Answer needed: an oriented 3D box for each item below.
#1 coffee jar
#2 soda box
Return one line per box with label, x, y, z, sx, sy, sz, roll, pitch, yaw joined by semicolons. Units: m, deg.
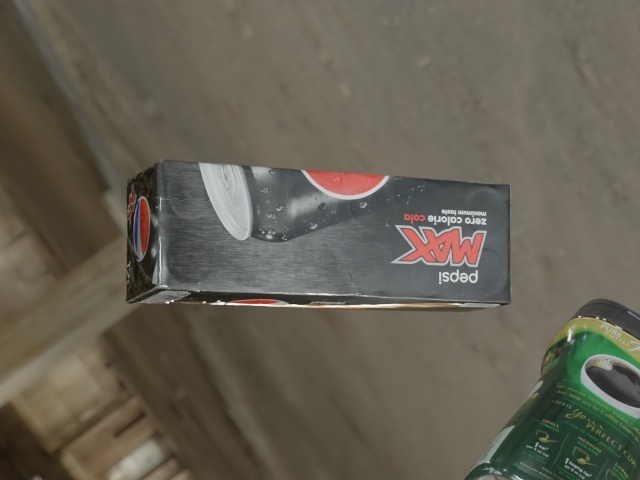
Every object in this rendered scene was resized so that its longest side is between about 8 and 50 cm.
coffee jar;0.160;0.118;1.087;0.096;0.184;0.079;33;137;7
soda box;0.000;0.000;0.802;0.053;0.169;0.060;163;108;-67
